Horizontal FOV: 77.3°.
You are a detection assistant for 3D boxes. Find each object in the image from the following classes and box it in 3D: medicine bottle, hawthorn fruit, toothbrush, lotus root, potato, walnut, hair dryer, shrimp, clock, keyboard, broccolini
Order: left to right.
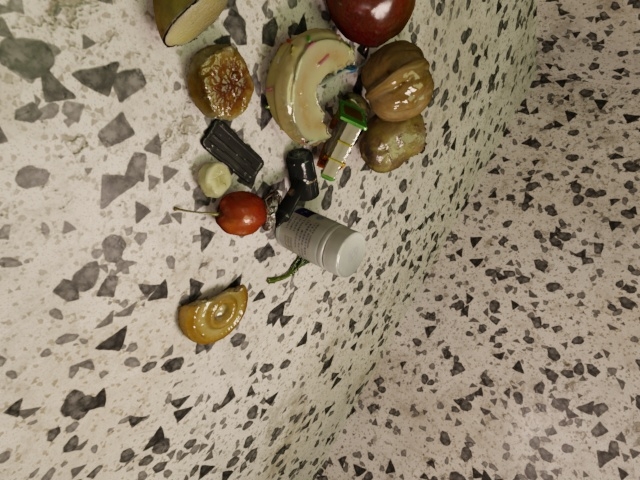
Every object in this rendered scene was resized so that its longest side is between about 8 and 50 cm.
[{"bbox_3d":[-0.327,-0.568,0.950,0.202,0.182,0.117,-41,106,-1],"label":"potato"},{"bbox_3d":[-0.309,-0.090,1.275,0.286,0.165,0.165,1,111,-44],"label":"hawthorn fruit"},{"bbox_3d":[-0.279,-0.281,1.299,0.106,0.016,0.262,-60,146,-6],"label":"keyboard"},{"bbox_3d":[-0.180,-0.127,1.485,0.075,0.073,0.190,18,95,-44],"label":"shrimp"},{"bbox_3d":[-0.125,0.103,1.738,0.272,0.062,0.123,-30,124,-36],"label":"broccolini"},{"bbox_3d":[-0.099,-0.173,1.430,0.352,0.107,0.188,-69,156,-47],"label":"hair dryer"},{"bbox_3d":[0.000,0.000,1.576,0.190,0.332,0.189,-32,135,-38],"label":"medicine bottle"},{"bbox_3d":[0.067,-0.376,1.531,0.219,0.106,0.255,-87,-158,-56],"label":"clock"},{"bbox_3d":[0.108,-0.658,1.550,0.386,0.040,0.040,-38,139,-30],"label":"toothbrush"},{"bbox_3d":[0.145,-0.547,1.631,0.089,0.080,0.179,-28,150,25],"label":"lotus root"},{"bbox_3d":[0.177,-0.798,1.321,0.325,0.308,0.308,34,83,-43],"label":"hawthorn fruit"},{"bbox_3d":[0.283,-0.448,1.750,0.238,0.301,0.288,-15,88,-32],"label":"potato"},{"bbox_3d":[0.300,-0.617,1.567,0.285,0.285,0.296,-34,105,-36],"label":"walnut"}]

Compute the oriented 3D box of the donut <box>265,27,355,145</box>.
[{"bbox_3d":[-0.047,-0.512,1.329,0.308,0.150,0.370,1,113,-51],"label":"donut"}]

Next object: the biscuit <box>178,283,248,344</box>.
[{"bbox_3d":[-0.380,0.278,1.473,0.274,0.091,0.213,-28,131,-44],"label":"biscuit"}]

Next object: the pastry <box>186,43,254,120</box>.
[{"bbox_3d":[-0.281,-0.439,1.120,0.182,0.093,0.192,-44,137,-26],"label":"pastry"}]

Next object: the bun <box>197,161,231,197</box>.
[{"bbox_3d":[-0.333,-0.189,1.242,0.115,0.069,0.115,-4,95,-59],"label":"bun"}]
